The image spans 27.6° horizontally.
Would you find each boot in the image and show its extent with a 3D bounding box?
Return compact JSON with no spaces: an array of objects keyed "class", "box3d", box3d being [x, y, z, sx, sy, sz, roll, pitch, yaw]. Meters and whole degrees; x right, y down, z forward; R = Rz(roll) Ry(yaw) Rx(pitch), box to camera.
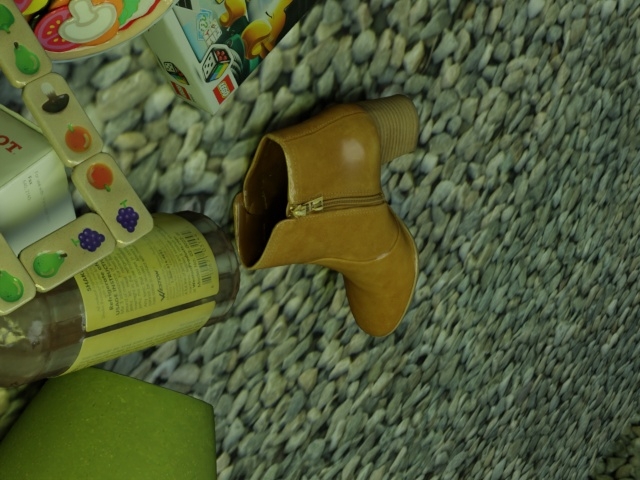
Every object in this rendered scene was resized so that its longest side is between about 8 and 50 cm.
[{"class":"boot","box3d":[0.001,0.000,1.310,0.211,0.104,0.295,-24,130,-39]}]

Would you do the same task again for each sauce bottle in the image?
[{"class":"sauce bottle","box3d":[-0.208,0.049,1.000,0.344,0.111,0.111,-12,125,-53]}]

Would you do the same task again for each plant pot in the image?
[{"class":"plant pot","box3d":[-0.194,0.260,1.086,0.275,0.275,0.293,37,68,-61]}]

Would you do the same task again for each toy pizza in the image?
[{"class":"toy pizza","box3d":[-0.159,-0.194,0.866,0.201,0.032,0.201,-21,143,-17]}]

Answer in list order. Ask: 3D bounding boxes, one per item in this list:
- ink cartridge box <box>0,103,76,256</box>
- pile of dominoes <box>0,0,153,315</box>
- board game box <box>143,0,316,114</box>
[{"class":"ink cartridge box","box3d":[-0.272,-0.011,0.816,0.191,0.140,0.082,-41,147,-31]},{"class":"pile of dominoes","box3d":[-0.231,-0.070,0.747,0.196,0.251,0.040,-34,-177,-31]},{"class":"board game box","box3d":[-0.082,-0.260,0.982,0.193,0.053,0.305,-50,149,-17]}]
